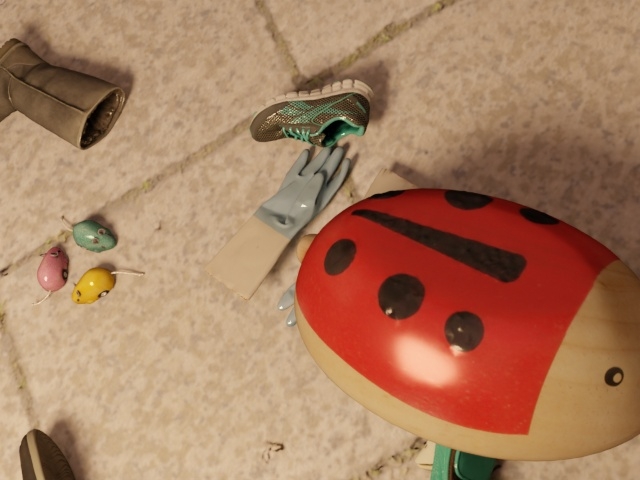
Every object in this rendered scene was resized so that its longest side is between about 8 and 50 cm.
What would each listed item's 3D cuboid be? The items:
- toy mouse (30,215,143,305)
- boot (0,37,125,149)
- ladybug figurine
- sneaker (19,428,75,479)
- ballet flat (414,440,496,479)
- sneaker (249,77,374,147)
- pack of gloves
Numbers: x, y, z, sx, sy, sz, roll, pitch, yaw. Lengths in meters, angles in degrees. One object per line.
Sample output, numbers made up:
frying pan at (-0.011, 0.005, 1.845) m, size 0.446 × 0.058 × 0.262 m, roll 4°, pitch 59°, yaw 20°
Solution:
toy mouse at (-0.326, 0.019, 1.960) m, size 0.161 × 0.031 × 0.143 m, roll -29°, pitch 62°, yaw 11°
boot at (-0.391, -0.171, 2.049) m, size 0.208 × 0.076 × 0.189 m, roll 32°, pitch 87°, yaw 23°
ladybug figurine at (0.164, 0.067, 1.612) m, size 0.449 × 0.162 × 0.305 m, roll 18°, pitch 53°, yaw 23°
sneaker at (-0.356, 0.345, 1.815) m, size 0.118 × 0.083 × 0.222 m, roll -26°, pitch 63°, yaw 12°
ballet flat at (0.138, 0.269, 1.638) m, size 0.087 × 0.083 × 0.247 m, roll -3°, pitch 66°, yaw 37°
sneaker at (-0.013, -0.147, 1.867) m, size 0.167 × 0.065 × 0.076 m, roll -16°, pitch 54°, yaw 19°
pack of gloves at (0.000, 0.000, 1.833) m, size 0.195 × 0.046 × 0.232 m, roll 32°, pitch 78°, yaw 35°
